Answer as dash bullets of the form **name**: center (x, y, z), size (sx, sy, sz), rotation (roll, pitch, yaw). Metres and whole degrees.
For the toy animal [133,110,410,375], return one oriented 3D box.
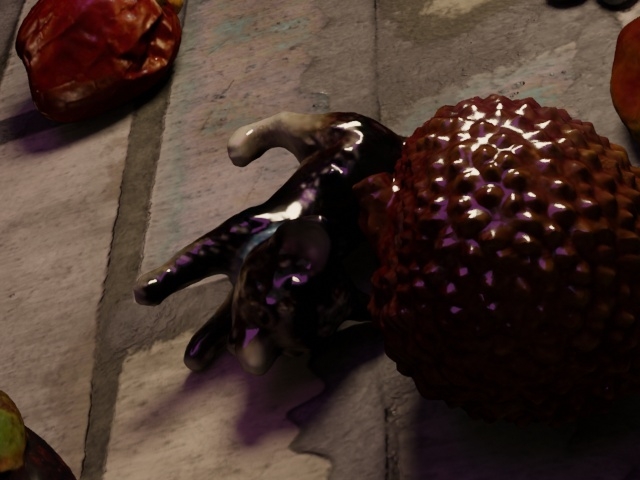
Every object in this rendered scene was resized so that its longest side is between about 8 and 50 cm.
- **toy animal**: center (0.000, 0.000, 1.379), size (0.302, 0.194, 0.344), rotation (2, 52, 39)

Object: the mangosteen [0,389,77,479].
- **mangosteen**: center (-0.358, 0.273, 1.155), size (0.306, 0.360, 0.306), rotation (8, 41, -7)

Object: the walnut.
- **walnut**: center (-0.339, -0.313, 1.920), size (0.269, 0.222, 0.244), rotation (-32, 6, 7)

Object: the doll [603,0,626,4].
- **doll**: center (0.411, -0.463, 1.720), size (0.245, 0.158, 0.341), rotation (9, 79, 29)

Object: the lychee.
- **lychee**: center (0.183, 0.014, 1.173), size (0.330, 0.306, 0.306), rotation (17, 47, -2)

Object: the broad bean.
- **broad bean**: center (0.402, -0.178, 1.402), size (0.156, 0.122, 0.228), rotation (-16, 37, 10)
